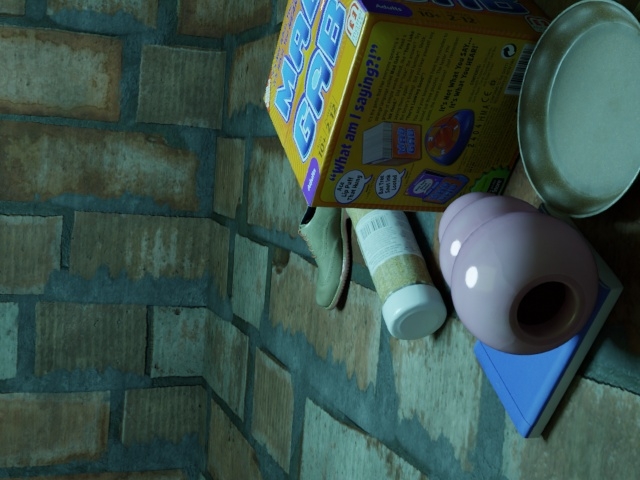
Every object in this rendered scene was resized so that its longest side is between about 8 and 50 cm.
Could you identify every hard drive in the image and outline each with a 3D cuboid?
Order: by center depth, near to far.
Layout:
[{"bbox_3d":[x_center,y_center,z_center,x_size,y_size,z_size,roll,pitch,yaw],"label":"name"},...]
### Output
[{"bbox_3d":[0.351,0.130,1.444,0.210,0.040,0.319,-114,32,-48],"label":"hard drive"}]

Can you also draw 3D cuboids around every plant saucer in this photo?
[{"bbox_3d":[0.392,-0.188,1.301,0.310,0.050,0.311,180,90,-69],"label":"plant saucer"}]

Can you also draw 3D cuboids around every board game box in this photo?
[{"bbox_3d":[0.141,-0.296,1.585,0.356,0.356,0.357,-113,32,-47],"label":"board game box"}]

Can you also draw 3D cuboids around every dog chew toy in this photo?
[{"bbox_3d":[0.271,0.026,1.345,0.332,0.206,0.207,-114,32,-63],"label":"dog chew toy"}]

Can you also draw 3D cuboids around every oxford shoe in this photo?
[{"bbox_3d":[0.000,0.000,2.243,0.123,0.130,0.348,-168,80,-69],"label":"oxford shoe"}]

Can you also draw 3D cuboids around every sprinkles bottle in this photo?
[{"bbox_3d":[0.151,0.034,1.864,0.121,0.121,0.355,112,152,-41],"label":"sprinkles bottle"}]

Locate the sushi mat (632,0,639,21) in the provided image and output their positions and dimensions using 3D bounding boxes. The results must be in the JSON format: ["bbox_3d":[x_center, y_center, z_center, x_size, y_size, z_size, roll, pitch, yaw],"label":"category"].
[{"bbox_3d":[0.448,-0.232,1.252,0.316,0.019,0.151,113,150,-43],"label":"sushi mat"}]
